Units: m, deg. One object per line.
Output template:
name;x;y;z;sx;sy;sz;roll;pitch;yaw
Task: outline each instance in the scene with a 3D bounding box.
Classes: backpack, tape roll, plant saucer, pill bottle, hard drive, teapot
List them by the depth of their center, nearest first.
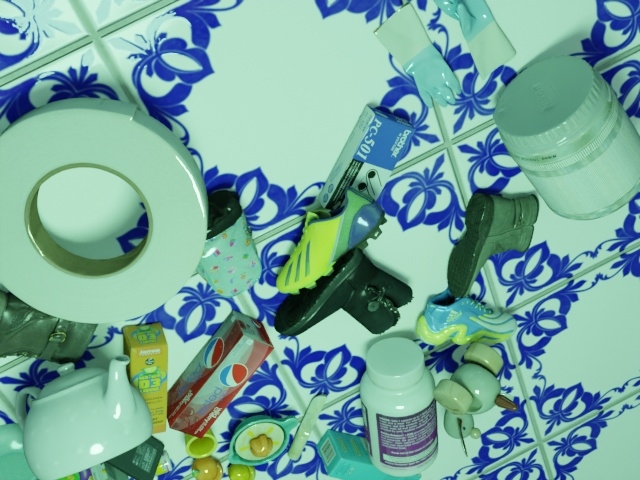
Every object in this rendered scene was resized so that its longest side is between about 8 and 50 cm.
tape roll;-0.380;-0.044;1.487;0.392;0.072;0.392;-1;115;-3
backpack;-0.186;0.015;1.641;0.152;0.115;0.182;-26;130;-7
teapot;-0.449;0.319;1.656;0.256;0.252;0.187;-22;88;-11
plant saucer;-0.625;0.456;1.807;0.195;0.037;0.195;-11;125;-16
hard drive;-0.390;0.440;1.859;0.022;0.094;0.135;-12;138;36
pill bottle;-0.366;0.490;1.927;0.083;0.043;0.043;-17;126;-10
pill bottle;0.175;0.366;1.979;0.169;0.169;0.301;-16;127;-11

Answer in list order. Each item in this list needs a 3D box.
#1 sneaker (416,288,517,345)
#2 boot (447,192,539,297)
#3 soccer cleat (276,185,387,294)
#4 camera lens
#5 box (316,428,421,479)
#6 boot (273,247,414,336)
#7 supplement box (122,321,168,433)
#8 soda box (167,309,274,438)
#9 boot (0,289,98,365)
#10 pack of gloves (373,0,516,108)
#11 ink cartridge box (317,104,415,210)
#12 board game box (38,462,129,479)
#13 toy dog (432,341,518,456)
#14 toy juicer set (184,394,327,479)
sneaker;0.331;0.163;1.957;0.240;0.091;0.126;-5;122;-18
boot;0.371;0.016;1.877;0.161;0.083;0.246;4;114;-25
soccer cleat;0.001;-0.001;1.703;0.121;0.093;0.289;43;124;-11
camera lens;0.483;-0.188;1.703;0.219;0.219;0.274;-40;127;7
box;0.115;0.521;2.101;0.244;0.100;0.060;20;113;-31
boot;0.054;0.144;1.831;0.246;0.094;0.207;-47;122;4
supplement box;-0.349;0.279;1.774;0.078;0.080;0.233;-6;122;-20
soda box;-0.211;0.275;1.815;0.083;0.092;0.263;28;108;-34
boot;-0.548;0.201;1.642;0.229;0.091;0.263;22;119;-40
pack of gloves;0.237;-0.351;1.610;0.195;0.046;0.232;-40;127;6
ink cartridge box;0.086;-0.144;1.685;0.097;0.046;0.207;15;115;-30
board game box;-0.533;0.573;1.836;0.275;0.142;0.144;-27;144;-3
toy dog;0.353;0.362;1.949;0.220;0.161;0.334;-55;156;-4
toy juicer set;-0.135;0.468;1.975;0.329;0.089;0.209;-9;124;-16
